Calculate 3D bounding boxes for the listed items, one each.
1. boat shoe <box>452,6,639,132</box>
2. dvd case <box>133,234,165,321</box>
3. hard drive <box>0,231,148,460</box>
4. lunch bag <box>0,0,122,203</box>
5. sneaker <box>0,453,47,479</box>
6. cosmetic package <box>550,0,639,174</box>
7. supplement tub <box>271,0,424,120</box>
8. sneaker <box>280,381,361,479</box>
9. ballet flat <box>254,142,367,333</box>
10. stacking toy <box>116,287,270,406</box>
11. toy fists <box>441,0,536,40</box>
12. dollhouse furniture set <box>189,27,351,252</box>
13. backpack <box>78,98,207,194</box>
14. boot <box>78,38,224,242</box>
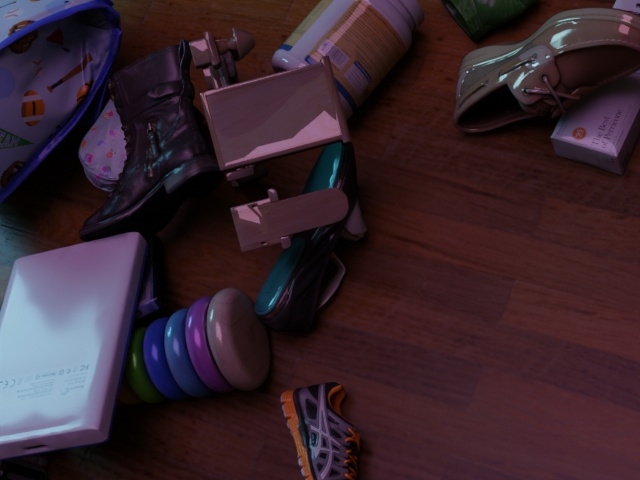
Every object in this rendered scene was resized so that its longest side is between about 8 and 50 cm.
[{"bbox_3d":[0.303,-0.210,1.674,0.341,0.121,0.110,-14,54,57],"label":"boat shoe"},{"bbox_3d":[-0.339,0.094,1.843,0.253,0.022,0.180,-26,30,8],"label":"dvd case"},{"bbox_3d":[-0.354,0.141,1.735,0.210,0.040,0.319,-12,48,20],"label":"hard drive"},{"bbox_3d":[-0.502,-0.264,1.944,0.385,0.239,0.328,-48,47,-3],"label":"lunch bag"},{"bbox_3d":[-0.470,0.375,1.762,0.118,0.110,0.292,6,67,33],"label":"sneaker"},{"bbox_3d":[0.405,-0.214,1.731,0.099,0.060,0.239,19,74,29],"label":"cosmetic package"},{"bbox_3d":[0.041,-0.285,1.854,0.144,0.144,0.200,37,82,31],"label":"supplement tub"},{"bbox_3d":[0.016,0.271,1.636,0.083,0.084,0.215,-23,59,4],"label":"sneaker"},{"bbox_3d":[0.000,0.000,1.765,0.095,0.096,0.280,13,77,61],"label":"ballet flat"},{"bbox_3d":[-0.241,0.171,1.765,0.330,0.141,0.141,-16,61,20],"label":"stacking toy"},{"bbox_3d":[0.214,-0.426,1.886,0.142,0.096,0.279,-34,57,1],"label":"toy fists"},{"bbox_3d":[-0.056,-0.142,1.797,0.174,0.355,0.303,-14,90,-1],"label":"dollhouse furniture set"},{"bbox_3d":[-0.280,-0.150,1.930,0.152,0.115,0.182,31,82,27],"label":"backpack"},{"bbox_3d":[-0.258,-0.137,1.826,0.263,0.091,0.229,-30,67,19],"label":"boot"}]
